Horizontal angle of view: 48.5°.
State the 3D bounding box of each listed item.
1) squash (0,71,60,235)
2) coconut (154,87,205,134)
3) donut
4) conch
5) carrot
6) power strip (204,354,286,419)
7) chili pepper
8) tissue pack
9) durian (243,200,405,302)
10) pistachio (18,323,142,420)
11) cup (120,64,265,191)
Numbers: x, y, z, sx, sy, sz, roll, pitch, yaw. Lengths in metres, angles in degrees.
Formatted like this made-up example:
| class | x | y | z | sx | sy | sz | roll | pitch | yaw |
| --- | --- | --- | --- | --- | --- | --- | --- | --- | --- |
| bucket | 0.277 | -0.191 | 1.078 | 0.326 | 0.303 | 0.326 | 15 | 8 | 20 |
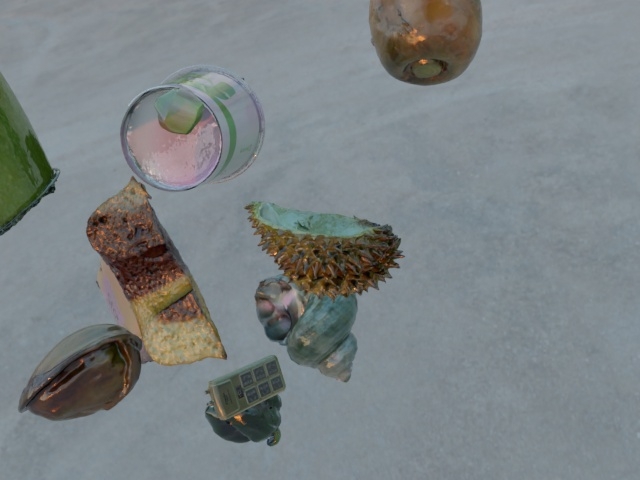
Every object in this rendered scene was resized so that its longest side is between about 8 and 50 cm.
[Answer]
| class | x | y | z | sx | sy | sz | roll | pitch | yaw |
| --- | --- | --- | --- | --- | --- | --- | --- | --- | --- |
| squash | -0.524 | -0.171 | 0.868 | 0.263 | 0.384 | 0.263 | -22 | 24 | 10 |
| coconut | -0.240 | -0.219 | 1.202 | 0.082 | 0.081 | 0.083 | 137 | 152 | -66 |
| donut | -0.252 | 0.057 | 1.070 | 0.112 | 0.295 | 0.151 | -25 | 6 | -11 |
| conch | -0.015 | 0.169 | 1.464 | 0.220 | 0.277 | 0.195 | -39 | -10 | 18 |
| carrot | 0.210 | -0.494 | 1.432 | 0.224 | 0.224 | 0.341 | -5 | 73 | 22 |
| power strip | -0.140 | 0.275 | 1.329 | 0.169 | 0.076 | 0.028 | -19 | 3 | -38 |
| chili pepper | -0.184 | 0.462 | 1.894 | 0.173 | 0.261 | 0.165 | -22 | 52 | 26 |
| tissue pack | -0.409 | 0.115 | 1.600 | 0.123 | 0.215 | 0.257 | -12 | 54 | -33 |
| durian | 0.000 | 0.000 | 1.061 | 0.252 | 0.144 | 0.139 | 3 | 56 | 8 |
| pistachio | -0.369 | 0.211 | 1.096 | 0.210 | 0.165 | 0.131 | -28 | 71 | -3 |
| cup | -0.253 | -0.209 | 1.376 | 0.253 | 0.253 | 0.274 | -12 | 14 | 10 |
